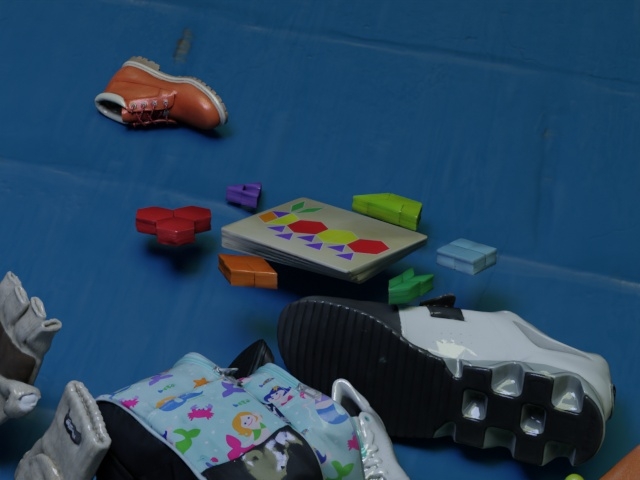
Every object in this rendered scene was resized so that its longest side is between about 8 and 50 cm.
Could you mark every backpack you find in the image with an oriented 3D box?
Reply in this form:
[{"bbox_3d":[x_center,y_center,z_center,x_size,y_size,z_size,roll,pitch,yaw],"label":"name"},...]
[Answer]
[{"bbox_3d":[-0.079,0.212,1.357,0.191,0.225,0.253,-29,30,-32],"label":"backpack"}]

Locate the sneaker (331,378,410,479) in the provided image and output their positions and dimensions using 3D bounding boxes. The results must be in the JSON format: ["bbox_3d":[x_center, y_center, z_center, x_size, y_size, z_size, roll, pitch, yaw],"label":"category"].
[{"bbox_3d":[0.039,0.202,1.444,0.080,0.094,0.212,-20,30,-4],"label":"sneaker"}]

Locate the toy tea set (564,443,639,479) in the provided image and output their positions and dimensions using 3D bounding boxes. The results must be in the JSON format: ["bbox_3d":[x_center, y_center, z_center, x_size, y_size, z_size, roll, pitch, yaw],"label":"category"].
[{"bbox_3d":[0.353,0.310,1.404,0.200,0.124,0.336,18,24,-47],"label":"toy tea set"}]

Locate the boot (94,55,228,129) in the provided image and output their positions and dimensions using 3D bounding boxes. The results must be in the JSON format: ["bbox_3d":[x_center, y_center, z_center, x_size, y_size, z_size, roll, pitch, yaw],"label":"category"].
[{"bbox_3d":[-0.182,-0.151,1.859,0.158,0.059,0.084,22,48,28],"label":"boot"}]

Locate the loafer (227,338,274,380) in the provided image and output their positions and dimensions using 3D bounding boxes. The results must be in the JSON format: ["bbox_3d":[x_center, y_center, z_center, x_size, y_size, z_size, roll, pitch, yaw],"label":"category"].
[{"bbox_3d":[-0.065,0.162,1.550,0.061,0.062,0.170,41,32,-20],"label":"loafer"}]

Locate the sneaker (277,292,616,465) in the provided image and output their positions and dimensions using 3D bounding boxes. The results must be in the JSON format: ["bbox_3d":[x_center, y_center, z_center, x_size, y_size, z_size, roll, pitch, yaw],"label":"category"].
[{"bbox_3d":[0.123,0.119,1.579,0.330,0.122,0.146,17,27,13],"label":"sneaker"}]

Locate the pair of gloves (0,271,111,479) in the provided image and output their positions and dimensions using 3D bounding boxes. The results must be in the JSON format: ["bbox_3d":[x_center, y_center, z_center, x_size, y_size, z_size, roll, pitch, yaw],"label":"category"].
[{"bbox_3d":[-0.256,0.163,1.423,0.042,0.204,0.240,2,36,-38],"label":"pair of gloves"}]

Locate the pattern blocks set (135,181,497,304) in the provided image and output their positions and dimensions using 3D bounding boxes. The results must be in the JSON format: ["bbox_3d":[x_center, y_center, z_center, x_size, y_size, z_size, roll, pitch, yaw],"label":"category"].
[{"bbox_3d":[0.000,0.000,1.665,0.285,0.026,0.325,-17,28,-40],"label":"pattern blocks set"}]
